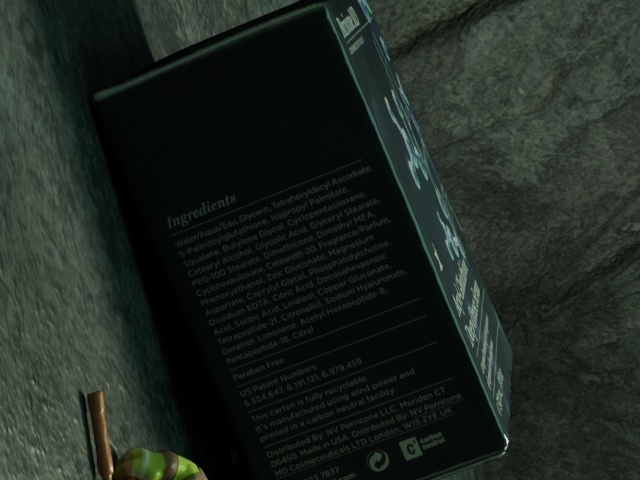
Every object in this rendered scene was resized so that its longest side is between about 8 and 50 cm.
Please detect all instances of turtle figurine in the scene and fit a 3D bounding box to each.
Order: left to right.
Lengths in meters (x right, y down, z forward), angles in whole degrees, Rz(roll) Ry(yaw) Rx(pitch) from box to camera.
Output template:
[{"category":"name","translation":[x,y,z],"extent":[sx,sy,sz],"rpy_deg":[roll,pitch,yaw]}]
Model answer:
[{"category":"turtle figurine","translation":[-0.067,0.216,1.312],"extent":[0.269,0.087,0.217],"rpy_deg":[53,-7,9]}]

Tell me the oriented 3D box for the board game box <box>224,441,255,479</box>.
[{"category":"board game box","translation":[-0.010,0.342,1.722],"extent":[0.347,0.056,0.208],"rpy_deg":[63,20,-59]}]

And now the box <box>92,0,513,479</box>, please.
[{"category":"box","translation":[0.000,0.000,1.607],"extent":[0.293,0.212,0.395],"rpy_deg":[-62,130,-76]}]
